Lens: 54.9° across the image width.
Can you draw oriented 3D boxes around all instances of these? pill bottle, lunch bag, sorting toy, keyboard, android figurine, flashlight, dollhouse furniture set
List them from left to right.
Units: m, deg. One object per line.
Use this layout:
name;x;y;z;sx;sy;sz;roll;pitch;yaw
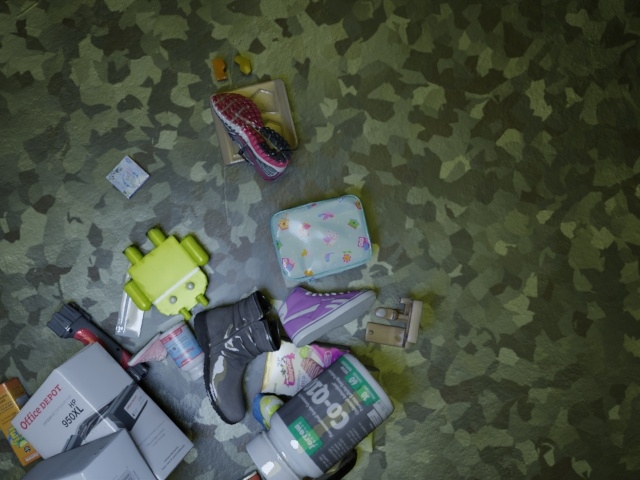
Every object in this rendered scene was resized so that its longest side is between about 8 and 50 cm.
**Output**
flashlight;-0.630;0.308;1.733;0.304;0.103;0.103;39;91;-1
keyboard;-0.538;0.153;1.784;0.072;0.014;0.256;10;88;-6
android figurine;-0.433;0.101;1.759;0.248;0.056;0.273;-37;91;-3
pill bottle;-0.379;0.313;1.742;0.087;0.087;0.160;-35;91;-2
sorting toy;-0.205;-0.391;1.794;0.229;0.041;0.307;-14;88;3
pill bottle;-0.001;0.479;1.603;0.361;0.204;0.204;-39;89;-10
lunch bag;0.000;0.000;1.748;0.279;0.108;0.224;-14;92;-1
dollhouse furniture set;0.202;0.228;1.724;0.123;0.151;0.144;10;86;-1

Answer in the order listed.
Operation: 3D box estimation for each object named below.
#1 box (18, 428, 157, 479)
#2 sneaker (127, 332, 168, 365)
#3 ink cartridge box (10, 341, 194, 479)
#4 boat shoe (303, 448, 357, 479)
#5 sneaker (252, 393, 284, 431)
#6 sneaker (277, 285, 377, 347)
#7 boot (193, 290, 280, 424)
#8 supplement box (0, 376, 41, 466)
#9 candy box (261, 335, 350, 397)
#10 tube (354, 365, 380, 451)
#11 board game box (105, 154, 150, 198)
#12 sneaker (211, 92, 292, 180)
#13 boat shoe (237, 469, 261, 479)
box;-0.583;0.635;1.498;0.345;0.168;0.215;-25;99;25
sneaker;-0.476;0.323;1.731;0.051;0.134;0.070;-29;101;39
ink cartridge box;-0.585;0.515;1.644;0.395;0.166;0.285;46;117;1
boat shoe;-0.049;0.653;1.692;0.324;0.122;0.120;-28;56;-28
sneaker;-0.121;0.522;1.751;0.091;0.126;0.240;-32;118;-27
sneaker;0.013;0.170;1.749;0.282;0.102;0.161;-23;59;-20
boot;-0.209;0.324;1.695;0.222;0.118;0.338;-18;86;15
supplement box;-0.846;0.510;1.734;0.078;0.080;0.233;-31;91;0
candy box;-0.042;0.367;1.755;0.233;0.071;0.159;8;89;0
tube;0.123;0.483;1.762;0.062;0.070;0.240;7;95;-41
board game box;-0.558;-0.185;1.788;0.090;0.020;0.090;43;89;1
sneaker;-0.210;-0.293;1.721;0.121;0.112;0.299;-28;73;-38
boat shoe;-0.233;0.707;1.755;0.137;0.049;0.043;-28;91;-6
